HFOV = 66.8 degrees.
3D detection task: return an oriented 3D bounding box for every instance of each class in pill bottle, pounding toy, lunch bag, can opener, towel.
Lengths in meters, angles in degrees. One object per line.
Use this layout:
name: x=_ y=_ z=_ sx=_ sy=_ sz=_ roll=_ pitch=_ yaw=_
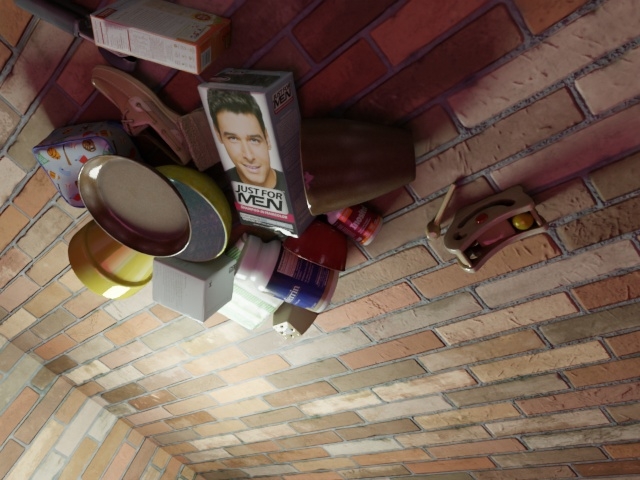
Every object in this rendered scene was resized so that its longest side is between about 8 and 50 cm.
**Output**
pill bottle: x=-0.095 y=0.088 z=1.346 sx=0.264 sy=0.153 sz=0.153 roll=22 pitch=135 yaw=-13
pounding toy: x=0.344 y=-0.040 z=1.084 sx=0.269 sy=0.154 sz=0.155 roll=-25 pitch=117 yaw=36
lunch bag: x=-0.631 y=-0.201 z=1.363 sx=0.303 sy=0.115 sz=0.243 roll=-2 pitch=131 yaw=22
pill bottle: x=0.074 y=-0.060 z=1.221 sx=0.152 sy=0.086 sz=0.086 roll=32 pitch=134 yaw=-8
can opener: x=-0.553 y=-0.477 z=1.108 sx=0.283 sy=0.076 sz=0.095 roll=27 pitch=134 yaw=-1
towel: x=-0.221 y=0.139 z=1.509 sx=0.247 sy=0.038 sz=0.325 roll=33 pitch=125 yaw=-16
towel: x=-0.281 y=-0.250 z=1.189 sx=0.027 sy=0.110 sz=0.148 roll=38 pitch=151 yaw=49

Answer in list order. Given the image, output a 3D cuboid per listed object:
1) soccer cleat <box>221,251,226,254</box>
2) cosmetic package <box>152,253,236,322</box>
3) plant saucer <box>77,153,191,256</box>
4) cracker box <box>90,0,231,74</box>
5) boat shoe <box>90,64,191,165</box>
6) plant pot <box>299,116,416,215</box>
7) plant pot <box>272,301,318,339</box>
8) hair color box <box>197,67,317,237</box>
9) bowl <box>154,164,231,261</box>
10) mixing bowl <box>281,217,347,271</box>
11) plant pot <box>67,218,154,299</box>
soccer cleat: x=-0.384 y=0.048 z=1.522 sx=0.196 sy=0.068 sz=0.076 roll=0 pitch=125 yaw=13
cosmetic package: x=-0.367 y=0.115 z=1.412 sx=0.183 sy=0.151 sz=0.152 roll=21 pitch=119 yaw=18
plant saucer: x=-0.455 y=-0.090 z=1.217 sx=0.310 sy=0.050 sz=0.311 roll=12 pitch=134 yaw=12
cracker box: x=-0.322 y=-0.430 z=1.001 sx=0.232 sy=0.156 sz=0.067 roll=19 pitch=135 yaw=6
boat shoe: x=-0.433 y=-0.302 z=1.181 sx=0.302 sy=0.098 sz=0.109 roll=37 pitch=158 yaw=-17
plant pot: x=0.086 y=-0.172 z=1.057 sx=0.230 sy=0.215 sz=0.216 roll=-6 pitch=129 yaw=7
plant pot: x=-0.093 y=0.257 z=1.565 sx=0.109 sy=0.096 sz=0.109 roll=-24 pitch=118 yaw=37
hair color box: x=-0.133 y=-0.198 z=1.138 sx=0.185 sy=0.114 sz=0.375 roll=14 pitch=134 yaw=28
bowl: x=-0.354 y=-0.098 z=1.310 sx=0.289 sy=0.156 sz=0.290 roll=11 pitch=133 yaw=12
mixing bowl: x=0.000 y=0.000 z=1.271 sx=0.181 sy=0.181 sz=0.098 roll=23 pitch=95 yaw=1
plant pot: x=-0.571 y=0.011 z=1.450 sx=0.239 sy=0.254 sz=0.254 roll=-34 pitch=113 yaw=24
